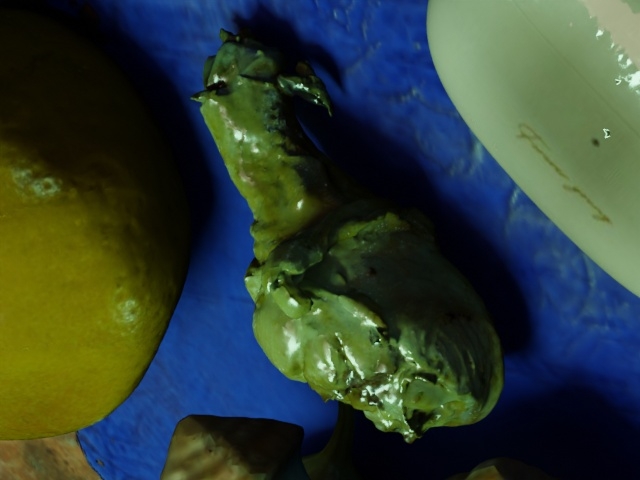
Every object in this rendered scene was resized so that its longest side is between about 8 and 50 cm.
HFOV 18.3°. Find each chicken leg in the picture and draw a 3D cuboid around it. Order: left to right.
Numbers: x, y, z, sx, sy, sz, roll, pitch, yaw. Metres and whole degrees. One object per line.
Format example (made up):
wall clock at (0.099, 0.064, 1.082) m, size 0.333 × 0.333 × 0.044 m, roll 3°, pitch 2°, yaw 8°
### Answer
chicken leg at (0.000, 0.000, 0.948) m, size 0.227 × 0.103 × 0.088 m, roll 55°, pitch 158°, yaw 1°

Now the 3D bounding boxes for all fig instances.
fig at (-0.010, 0.143, 1.083) m, size 0.093 × 0.093 × 0.166 m, roll 30°, pitch 139°, yaw 26°

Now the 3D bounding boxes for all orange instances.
orange at (-0.183, 0.004, 1.070) m, size 0.249 × 0.183 × 0.249 m, roll 28°, pitch 137°, yaw 30°

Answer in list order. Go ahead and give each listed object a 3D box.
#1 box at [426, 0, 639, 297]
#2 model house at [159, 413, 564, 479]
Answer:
box at (0.131, -0.058, 0.775) m, size 0.200 × 0.088 × 0.146 m, roll 47°, pitch 144°, yaw 5°
model house at (0.038, 0.224, 0.946) m, size 0.295 × 0.252 × 0.329 m, roll -27°, pitch 96°, yaw 25°
